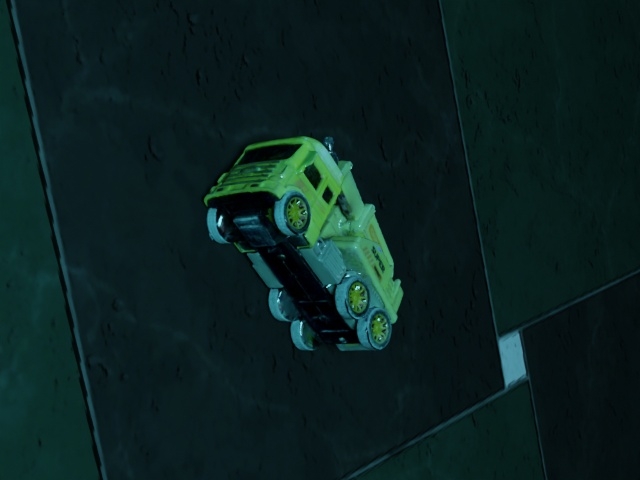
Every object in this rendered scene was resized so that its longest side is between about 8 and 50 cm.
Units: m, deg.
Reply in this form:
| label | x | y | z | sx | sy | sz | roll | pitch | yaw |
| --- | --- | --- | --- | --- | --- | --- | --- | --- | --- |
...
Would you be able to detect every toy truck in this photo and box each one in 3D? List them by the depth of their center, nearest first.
| label | x | y | z | sx | sy | sz | roll | pitch | yaw |
| --- | --- | --- | --- | --- | --- | --- | --- | --- | --- |
| toy truck | 0.000 | 0.000 | 0.903 | 0.169 | 0.077 | 0.100 | 55 | 47 | -31 |
